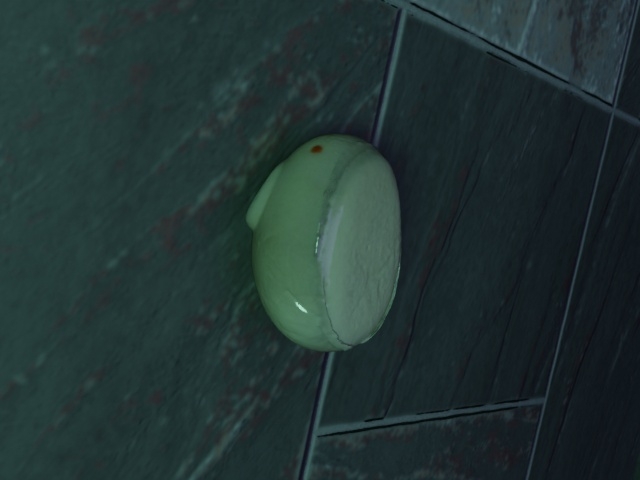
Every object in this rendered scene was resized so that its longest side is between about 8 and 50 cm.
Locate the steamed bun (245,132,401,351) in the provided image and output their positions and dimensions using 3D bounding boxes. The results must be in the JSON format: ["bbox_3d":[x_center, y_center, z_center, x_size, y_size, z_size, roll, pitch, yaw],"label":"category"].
[{"bbox_3d":[0.000,0.000,0.847,0.177,0.131,0.228,-17,113,-54],"label":"steamed bun"}]
